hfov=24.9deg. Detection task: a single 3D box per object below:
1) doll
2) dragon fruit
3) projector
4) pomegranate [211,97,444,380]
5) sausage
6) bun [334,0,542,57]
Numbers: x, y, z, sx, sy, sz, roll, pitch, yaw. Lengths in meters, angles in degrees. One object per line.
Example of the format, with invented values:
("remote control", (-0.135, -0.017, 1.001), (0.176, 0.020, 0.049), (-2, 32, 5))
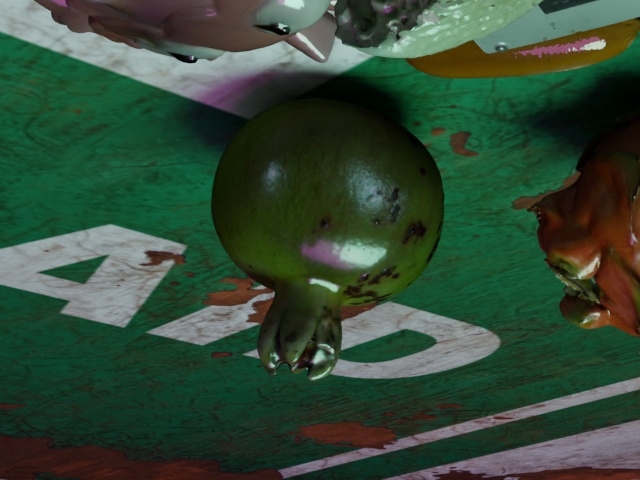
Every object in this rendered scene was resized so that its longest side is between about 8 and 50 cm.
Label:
("doll", (-0.085, -0.158, 0.849), (0.211, 0.093, 0.262), (20, 164, -40))
("dragon fruit", (0.290, -0.008, 1.093), (0.227, 0.224, 0.224), (-23, 150, 33))
("projector", (0.144, -0.171, 0.875), (0.147, 0.061, 0.115), (-12, 155, 25))
("pomegranate", (-0.010, -0.011, 1.105), (0.179, 0.210, 0.179), (37, 160, 16))
("sausage", (0.132, -0.136, 0.973), (0.183, 0.054, 0.062), (-6, 158, 22))
("bun", (0.066, -0.187, 0.726), (0.204, 0.126, 0.212), (-16, 161, -32))
